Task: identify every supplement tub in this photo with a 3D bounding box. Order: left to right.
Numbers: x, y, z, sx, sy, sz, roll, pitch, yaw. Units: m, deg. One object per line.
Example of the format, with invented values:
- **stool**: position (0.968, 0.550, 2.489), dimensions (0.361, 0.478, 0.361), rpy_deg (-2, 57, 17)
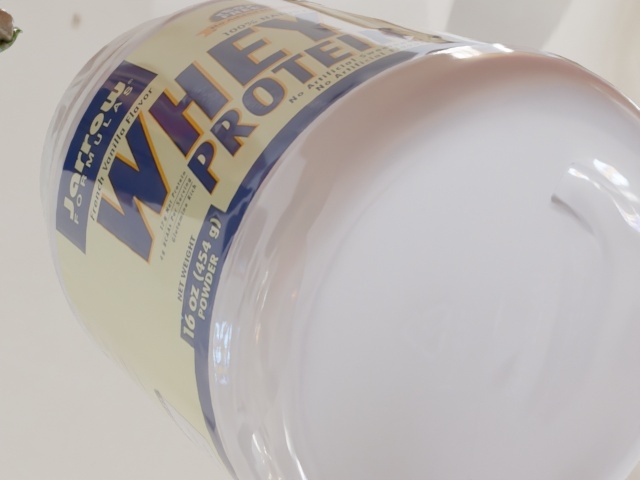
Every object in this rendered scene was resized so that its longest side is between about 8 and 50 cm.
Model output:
- **supplement tub**: position (0.000, 0.000, 0.651), dimensions (0.235, 0.235, 0.325), rpy_deg (4, -167, -30)

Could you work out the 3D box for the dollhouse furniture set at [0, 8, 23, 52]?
- **dollhouse furniture set**: position (-0.344, -0.091, 0.663), dimensions (0.301, 0.151, 0.197), rpy_deg (24, 159, -37)
